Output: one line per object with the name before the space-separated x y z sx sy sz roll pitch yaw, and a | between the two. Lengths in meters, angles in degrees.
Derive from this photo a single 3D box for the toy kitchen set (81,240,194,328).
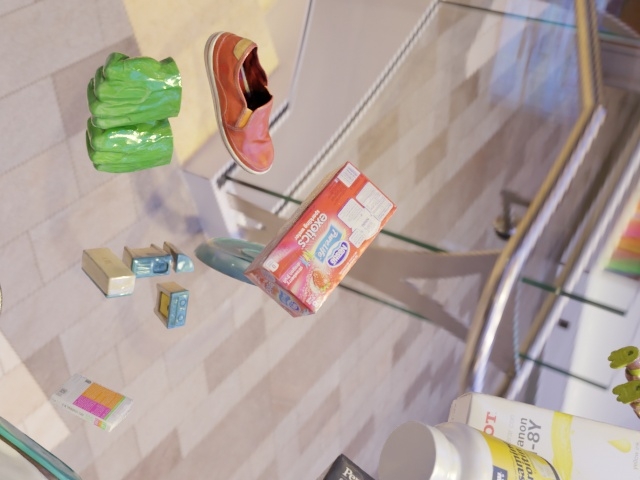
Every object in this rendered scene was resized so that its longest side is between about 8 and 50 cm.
toy kitchen set | -0.340 0.106 1.617 0.207 0.122 0.166 -6 118 -37

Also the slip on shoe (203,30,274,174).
slip on shoe | -0.145 -0.266 1.717 0.123 0.101 0.331 -53 145 -38

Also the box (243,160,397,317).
box | 0.000 0.000 1.503 0.257 0.128 0.122 -51 -170 -20

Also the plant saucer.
plant saucer | -0.149 0.054 2.053 0.317 0.317 0.044 2 108 -61

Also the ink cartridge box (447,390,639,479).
ink cartridge box | 0.390 0.431 1.390 0.160 0.384 0.279 94 9 -74

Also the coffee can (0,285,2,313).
coffee can | -0.688 0.086 1.426 0.201 0.275 0.202 -9 103 -41

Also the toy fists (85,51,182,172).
toy fists | -0.319 -0.206 1.401 0.142 0.096 0.279 -14 158 -23

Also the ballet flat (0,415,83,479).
ballet flat | -0.506 0.269 1.182 0.139 0.400 0.139 -47 163 -19

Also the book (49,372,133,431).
book | -0.485 0.343 1.801 0.035 0.144 0.096 -68 172 24

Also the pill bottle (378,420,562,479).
pill bottle | 0.147 0.237 0.826 0.184 0.103 0.103 28 82 -33

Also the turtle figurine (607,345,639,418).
turtle figurine | 0.584 0.301 1.526 0.217 0.087 0.269 49 47 -42

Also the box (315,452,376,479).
box | 0.010 0.297 0.650 0.108 0.153 0.207 -56 176 38
